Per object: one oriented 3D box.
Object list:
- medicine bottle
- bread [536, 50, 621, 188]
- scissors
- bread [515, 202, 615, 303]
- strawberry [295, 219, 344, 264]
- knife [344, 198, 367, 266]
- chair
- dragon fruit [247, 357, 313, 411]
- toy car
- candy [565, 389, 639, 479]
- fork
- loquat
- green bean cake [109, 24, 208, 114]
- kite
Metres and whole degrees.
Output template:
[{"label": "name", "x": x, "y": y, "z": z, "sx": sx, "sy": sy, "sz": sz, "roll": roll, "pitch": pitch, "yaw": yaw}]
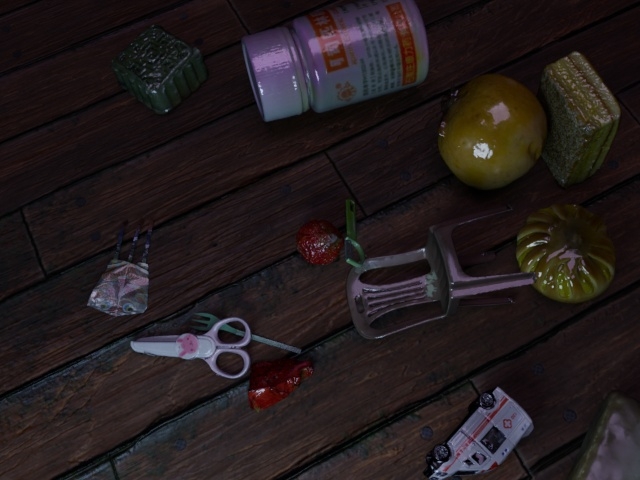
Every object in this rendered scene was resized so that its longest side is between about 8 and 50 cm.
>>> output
[{"label": "medicine bottle", "x": 0.031, "y": -0.412, "z": 1.550, "sx": 0.388, "sy": 0.219, "sz": 0.219, "roll": -16, "pitch": 64, "yaw": -5}, {"label": "bread", "x": 0.529, "y": -0.249, "z": 1.432, "sx": 0.110, "sy": 0.234, "sz": 0.184, "roll": -21, "pitch": 65, "yaw": -5}, {"label": "scissors", "x": -0.255, "y": 0.207, "z": 1.350, "sx": 0.242, "sy": 0.030, "sz": 0.118, "roll": 1, "pitch": 80, "yaw": 8}, {"label": "bread", "x": 0.493, "y": 0.019, "z": 1.374, "sx": 0.213, "sy": 0.105, "sz": 0.213, "roll": -2, "pitch": 64, "yaw": 5}, {"label": "strawberry", "x": 0.000, "y": 0.001, "z": 1.411, "sx": 0.106, "sy": 0.106, "sz": 0.106, "roll": -1, "pitch": 63, "yaw": 2}, {"label": "knife", "x": 0.072, "y": -0.018, "z": 1.421, "sx": 0.054, "sy": 0.015, "sz": 0.212, "roll": 27, "pitch": 34, "yaw": -21}, {"label": "chair", "x": 0.214, "y": 0.066, "z": 1.320, "sx": 0.326, "sy": 0.183, "sz": 0.175, "roll": -11, "pitch": 62, "yaw": -4}, {"label": "dragon fruit", "x": -0.077, "y": 0.264, "z": 1.300, "sx": 0.131, "sy": 0.063, "sz": 0.097, "roll": -9, "pitch": 63, "yaw": -2}, {"label": "toy car", "x": 0.278, "y": 0.364, "z": 1.219, "sx": 0.210, "sy": 0.089, "sz": 0.108, "roll": -41, "pitch": 73, "yaw": -20}, {"label": "candy", "x": 0.505, "y": 0.383, "z": 1.189, "sx": 0.104, "sy": 0.102, "sz": 0.234, "roll": 29, "pitch": 67, "yaw": 16}, {"label": "fork", "x": -0.151, "y": 0.185, "z": 1.369, "sx": 0.235, "sy": 0.021, "sz": 0.039, "roll": 14, "pitch": 68, "yaw": 10}, {"label": "loquat", "x": 0.353, "y": -0.232, "z": 1.440, "sx": 0.244, "sy": 0.244, "sz": 0.244, "roll": -1, "pitch": 63, "yaw": 2}, {"label": "green bean cake", "x": -0.386, "y": -0.416, "z": 1.644, "sx": 0.181, "sy": 0.094, "sz": 0.173, "roll": 36, "pitch": 71, "yaw": 20}, {"label": "kite", "x": -0.413, "y": 0.051, "z": 1.455, "sx": 0.127, "sy": 0.016, "sz": 0.229, "roll": 4, "pitch": 64, "yaw": 1}]
